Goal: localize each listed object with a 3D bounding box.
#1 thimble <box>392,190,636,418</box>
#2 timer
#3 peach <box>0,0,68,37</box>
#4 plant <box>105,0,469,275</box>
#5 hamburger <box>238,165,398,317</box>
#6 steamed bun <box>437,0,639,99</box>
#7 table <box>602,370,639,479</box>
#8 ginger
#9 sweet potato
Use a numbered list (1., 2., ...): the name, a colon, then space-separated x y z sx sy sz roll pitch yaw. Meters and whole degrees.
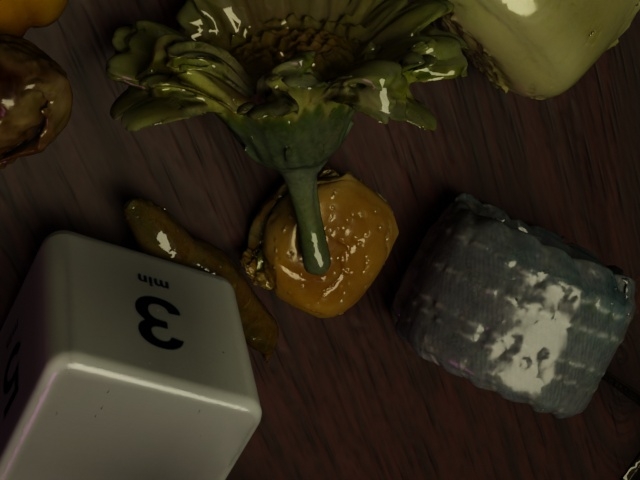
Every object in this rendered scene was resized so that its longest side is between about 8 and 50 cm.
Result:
1. thimble: 0.206 0.067 1.392 0.236 0.205 0.172 23 96 -8
2. timer: -0.185 0.136 1.184 0.192 0.195 0.194 18 119 -24
3. peach: -0.263 -0.221 1.062 0.138 0.138 0.138 -11 116 -23
4. plant: -0.018 -0.145 1.182 0.306 0.261 0.297 -4 152 11
5. hamburger: 0.000 0.000 1.321 0.138 0.083 0.147 34 91 -29
6. steamed bun: 0.206 -0.276 1.253 0.232 0.166 0.273 -44 124 -1
7. table: 0.380 0.327 1.592 0.282 0.196 0.250 33 95 -33
8. ginger: -0.342 -0.060 1.042 0.172 0.165 0.321 36 122 -22
9. sweet potato: -0.109 0.042 1.297 0.067 0.067 0.274 -44 129 -3
